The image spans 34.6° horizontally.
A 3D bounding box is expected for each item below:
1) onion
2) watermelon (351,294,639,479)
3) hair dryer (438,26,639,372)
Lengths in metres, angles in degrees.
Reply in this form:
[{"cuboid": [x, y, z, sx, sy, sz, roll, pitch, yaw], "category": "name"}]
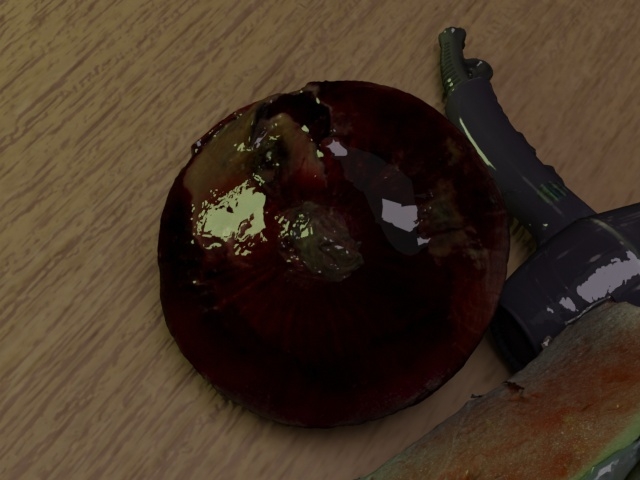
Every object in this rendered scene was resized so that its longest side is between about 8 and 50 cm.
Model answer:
[{"cuboid": [0.000, 0.000, 0.748, 0.272, 0.195, 0.272, -1, 77, 6], "category": "onion"}, {"cuboid": [0.129, 0.174, 0.684, 0.305, 0.224, 0.180, -32, 51, -7], "category": "watermelon"}, {"cuboid": [0.218, -0.074, 0.889, 0.301, 0.121, 0.361, -26, 61, -15], "category": "hair dryer"}]
